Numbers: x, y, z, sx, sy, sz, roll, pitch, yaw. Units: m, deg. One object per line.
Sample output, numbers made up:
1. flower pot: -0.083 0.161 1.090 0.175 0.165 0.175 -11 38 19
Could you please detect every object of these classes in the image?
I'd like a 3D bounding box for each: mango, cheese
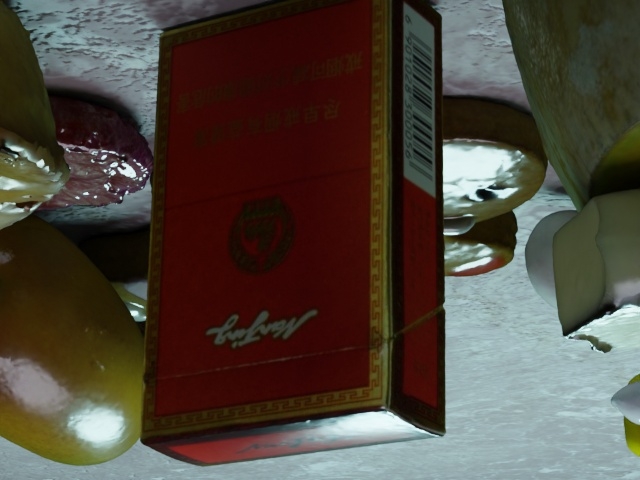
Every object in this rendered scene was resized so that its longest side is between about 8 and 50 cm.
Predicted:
1. mango: -0.201 0.073 1.372 0.175 0.139 0.254 31 167 49
2. cheese: 0.218 0.011 0.828 0.255 0.050 0.127 -2 163 -16

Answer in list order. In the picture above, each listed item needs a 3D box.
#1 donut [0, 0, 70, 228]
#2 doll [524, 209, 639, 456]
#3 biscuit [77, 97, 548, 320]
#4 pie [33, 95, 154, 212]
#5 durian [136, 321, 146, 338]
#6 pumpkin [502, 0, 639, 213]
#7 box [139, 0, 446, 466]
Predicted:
1. donut: -0.269 -0.068 1.054 0.277 0.108 0.277 -1 162 0
2. doll: 0.359 0.068 1.432 0.376 0.187 0.366 18 158 18
3. biscuit: 0.000 0.002 1.354 0.283 0.064 0.432 10 159 -30
4. pie: -0.179 -0.053 1.223 0.154 0.036 0.154 0 162 0
5. durian: -0.126 0.091 1.613 0.140 0.071 0.110 6 163 36
6. pumpkin: 0.224 -0.107 0.821 0.332 0.199 0.332 1 165 0
7. box: -0.013 -0.008 1.034 0.153 0.240 0.074 -9 157 25
